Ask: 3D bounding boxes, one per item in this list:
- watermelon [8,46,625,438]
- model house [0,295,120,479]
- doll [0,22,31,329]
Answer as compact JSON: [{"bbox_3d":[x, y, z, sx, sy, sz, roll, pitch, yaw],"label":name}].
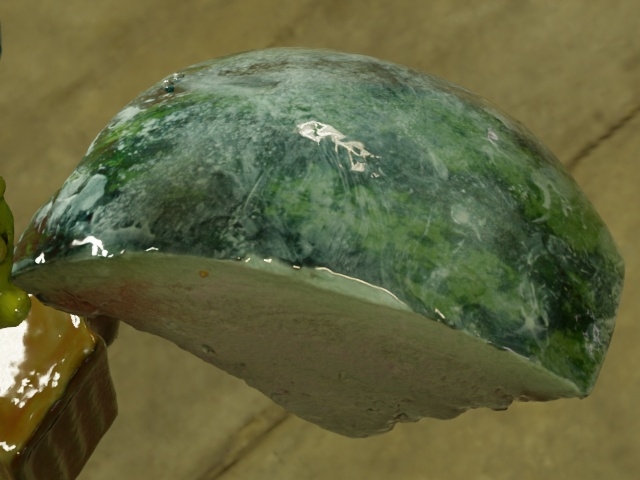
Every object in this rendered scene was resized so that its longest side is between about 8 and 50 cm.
[{"bbox_3d":[0.000,0.000,0.814,0.320,0.213,0.289,1,35,2],"label":"watermelon"},{"bbox_3d":[-0.260,0.159,1.356,0.173,0.268,0.239,-11,51,-5],"label":"model house"},{"bbox_3d":[-0.272,-0.035,0.573,0.346,0.341,0.099,-6,12,-37],"label":"doll"}]
